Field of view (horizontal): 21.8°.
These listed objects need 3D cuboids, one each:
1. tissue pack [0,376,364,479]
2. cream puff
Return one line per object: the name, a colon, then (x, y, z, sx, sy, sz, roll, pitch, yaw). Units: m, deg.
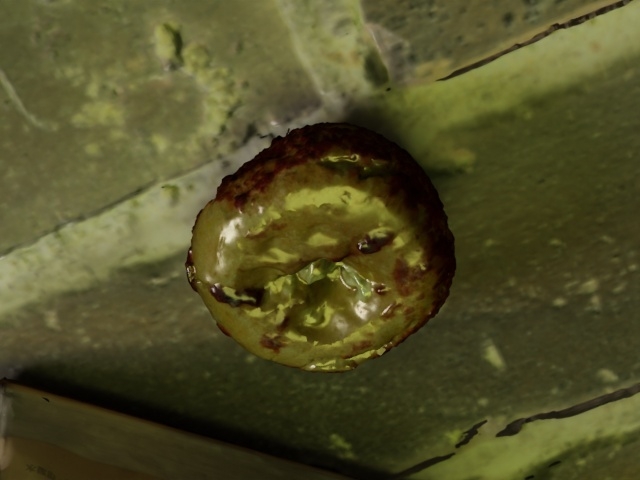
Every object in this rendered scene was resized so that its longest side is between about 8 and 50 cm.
tissue pack: (-0.084, 0.254, 0.978, 0.305, 0.238, 0.238, 19, 119, -17)
cream puff: (0.000, 0.000, 0.905, 0.149, 0.084, 0.149, -1, 121, -1)
